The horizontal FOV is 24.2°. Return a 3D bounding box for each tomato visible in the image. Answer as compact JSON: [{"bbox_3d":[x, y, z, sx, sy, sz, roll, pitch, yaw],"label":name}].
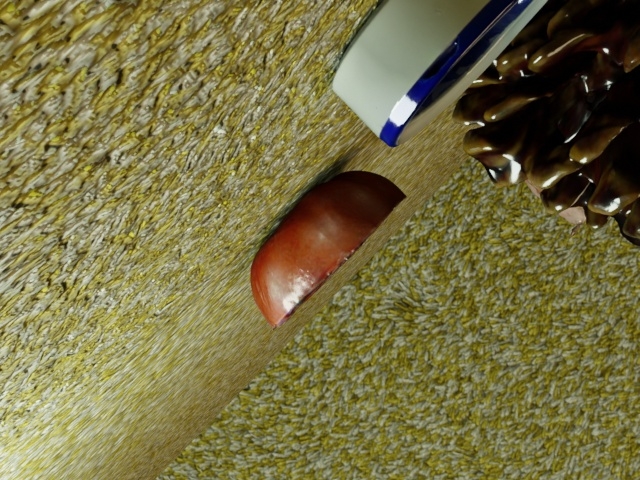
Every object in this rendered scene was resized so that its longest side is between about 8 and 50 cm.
[{"bbox_3d":[-0.003,-0.001,1.685,0.225,0.085,0.225,-48,178,-2],"label":"tomato"}]

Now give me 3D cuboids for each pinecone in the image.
[{"bbox_3d":[0.332,-0.179,1.438,0.398,0.398,0.398,-45,175,-5],"label":"pinecone"}]

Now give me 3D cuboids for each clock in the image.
[{"bbox_3d":[0.111,-0.182,1.213,0.230,0.083,0.230,-47,177,-3],"label":"clock"}]

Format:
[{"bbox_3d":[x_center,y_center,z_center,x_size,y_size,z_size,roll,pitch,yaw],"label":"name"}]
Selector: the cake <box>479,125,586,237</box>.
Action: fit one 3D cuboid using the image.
[{"bbox_3d":[0.401,-0.223,2.099,0.314,0.293,0.307,-41,180,-10],"label":"cake"}]
